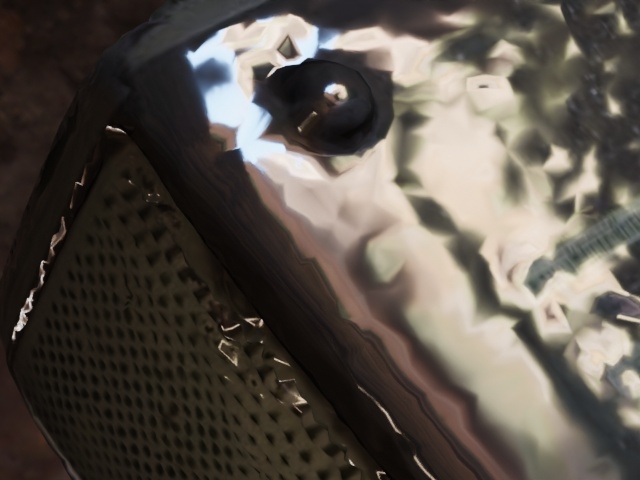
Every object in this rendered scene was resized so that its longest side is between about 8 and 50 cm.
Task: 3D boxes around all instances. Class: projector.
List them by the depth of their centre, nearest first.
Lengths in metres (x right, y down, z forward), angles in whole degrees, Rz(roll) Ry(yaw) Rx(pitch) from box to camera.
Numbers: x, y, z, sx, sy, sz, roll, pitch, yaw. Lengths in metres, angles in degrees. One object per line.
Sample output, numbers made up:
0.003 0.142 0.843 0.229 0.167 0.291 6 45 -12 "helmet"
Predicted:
0.145 0.049 0.674 0.395 0.405 0.242 -30 -15 -32 "projector"
